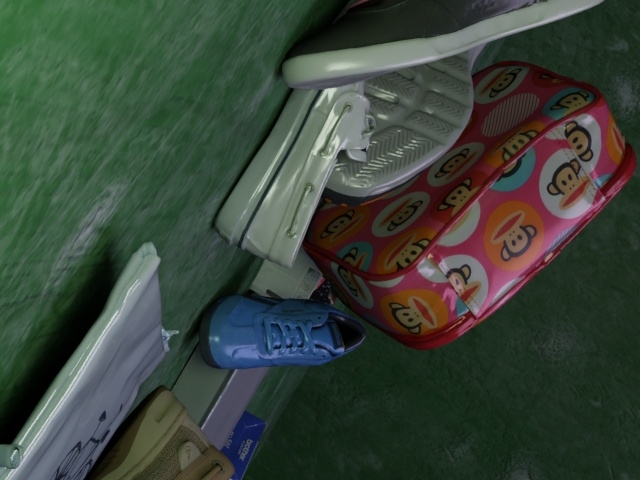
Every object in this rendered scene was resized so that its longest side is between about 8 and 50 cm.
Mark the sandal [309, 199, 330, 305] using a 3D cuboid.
[{"bbox_3d":[0.000,0.000,1.977,0.040,0.067,0.179,2,-113,45],"label":"sandal"}]

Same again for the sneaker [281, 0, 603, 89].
[{"bbox_3d":[0.076,-0.206,1.349,0.295,0.147,0.104,-23,-170,-32],"label":"sneaker"}]

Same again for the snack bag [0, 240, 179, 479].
[{"bbox_3d":[-0.195,0.164,1.144,0.342,0.037,0.323,-57,175,-14],"label":"snack bag"}]

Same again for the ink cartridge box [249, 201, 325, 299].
[{"bbox_3d":[-0.018,0.015,1.848,0.115,0.063,0.029,-61,173,24],"label":"ink cartridge box"}]

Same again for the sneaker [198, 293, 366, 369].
[{"bbox_3d":[-0.032,0.084,1.704,0.209,0.082,0.069,3,87,-58],"label":"sneaker"}]

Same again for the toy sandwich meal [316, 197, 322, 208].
[{"bbox_3d":[-0.014,-0.044,1.724,0.086,0.029,0.085,-58,175,-8],"label":"toy sandwich meal"}]

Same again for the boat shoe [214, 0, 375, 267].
[{"bbox_3d":[0.006,-0.084,1.416,0.226,0.075,0.083,-59,175,4],"label":"boat shoe"}]

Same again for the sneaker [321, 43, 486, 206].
[{"bbox_3d":[0.062,-0.101,1.596,0.321,0.124,0.180,-54,172,-42],"label":"sneaker"}]

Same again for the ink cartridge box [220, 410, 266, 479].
[{"bbox_3d":[-0.138,0.292,2.210,0.207,0.046,0.097,-52,-170,48],"label":"ink cartridge box"}]

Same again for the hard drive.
[{"bbox_3d":[-0.108,0.159,1.919,0.233,0.047,0.353,-60,175,9],"label":"hard drive"}]

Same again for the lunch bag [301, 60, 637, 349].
[{"bbox_3d":[0.124,-0.045,1.729,0.293,0.120,0.258,-41,-152,-11],"label":"lunch bag"}]

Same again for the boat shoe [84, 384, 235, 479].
[{"bbox_3d":[-0.158,0.241,1.403,0.121,0.110,0.341,-44,-174,37],"label":"boat shoe"}]
